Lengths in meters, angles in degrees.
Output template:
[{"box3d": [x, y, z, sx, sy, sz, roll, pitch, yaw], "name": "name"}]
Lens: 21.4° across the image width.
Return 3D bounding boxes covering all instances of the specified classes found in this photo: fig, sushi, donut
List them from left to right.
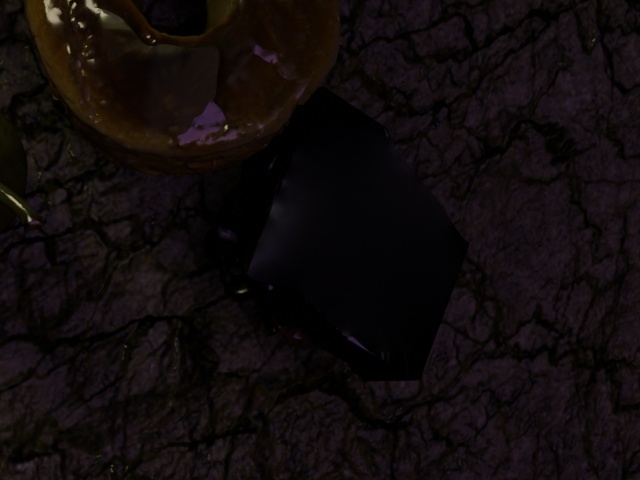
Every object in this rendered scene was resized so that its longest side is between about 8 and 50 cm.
[{"box3d": [-0.319, -0.052, 1.553, 0.149, 0.245, 0.149, -6, 103, -28], "name": "fig"}, {"box3d": [-0.143, -0.220, 1.656, 0.330, 0.160, 0.330, 4, 72, -13], "name": "donut"}, {"box3d": [0.001, 0.000, 1.743, 0.227, 0.212, 0.215, 31, 71, -28], "name": "sushi"}]
